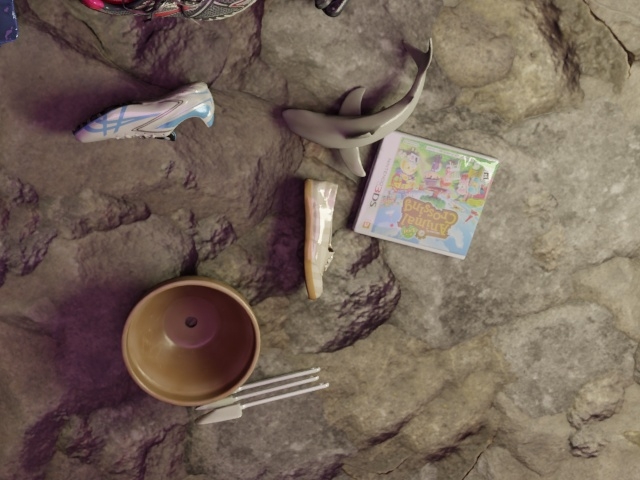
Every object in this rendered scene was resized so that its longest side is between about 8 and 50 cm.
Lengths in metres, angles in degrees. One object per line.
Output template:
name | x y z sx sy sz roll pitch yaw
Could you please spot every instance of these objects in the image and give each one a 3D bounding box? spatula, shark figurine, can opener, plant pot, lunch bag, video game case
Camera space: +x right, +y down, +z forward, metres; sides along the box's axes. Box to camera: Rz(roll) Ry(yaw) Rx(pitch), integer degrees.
spatula | -0.108 0.272 2.080 0.242 0.168 0.019 -12 97 -7
shark figurine | 0.093 -0.207 1.949 0.278 0.116 0.166 -29 98 8
can opener | 0.057 -0.444 1.904 0.059 0.073 0.186 36 93 -9
plant pot | -0.227 0.161 2.055 0.237 0.109 0.237 -2 110 -7
lunch bag | -0.519 -0.354 1.867 0.067 0.065 0.098 -11 110 -19
video game case | 0.184 -0.080 2.062 0.212 0.023 0.193 14 107 -11

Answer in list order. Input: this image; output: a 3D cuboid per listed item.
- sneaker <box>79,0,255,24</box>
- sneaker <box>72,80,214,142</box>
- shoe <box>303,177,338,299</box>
sneaker | -0.236 -0.395 1.859 0.299 0.112 0.120 -6 110 -5
sneaker | -0.290 -0.194 1.936 0.237 0.085 0.086 -15 100 0
shoe | 0.000 0.000 2.042 0.058 0.076 0.219 0 107 -1
